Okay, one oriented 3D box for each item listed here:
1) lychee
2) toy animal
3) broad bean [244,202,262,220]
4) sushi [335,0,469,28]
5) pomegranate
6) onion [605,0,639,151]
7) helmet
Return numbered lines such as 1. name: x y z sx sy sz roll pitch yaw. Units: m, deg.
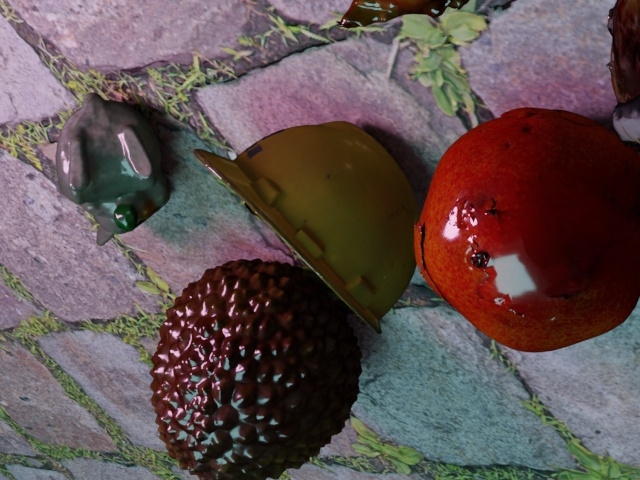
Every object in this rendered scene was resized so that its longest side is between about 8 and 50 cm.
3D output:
1. lychee: -0.084 0.163 1.533 0.267 0.267 0.267 24 147 16
2. toy animal: -0.234 -0.065 1.513 0.125 0.127 0.251 18 162 3
3. broad bean: -0.002 -0.004 1.423 0.195 0.046 0.061 33 161 11
4. sushi: 0.008 -0.309 0.872 0.343 0.182 0.196 40 142 -15
5. pomegranate: 0.185 -0.008 1.105 0.210 0.210 0.235 27 180 11
6. onion: 0.324 -0.105 0.838 0.314 0.232 0.314 43 172 8
7. helmet: 0.013 -0.040 1.275 0.257 0.140 0.205 47 180 -4
